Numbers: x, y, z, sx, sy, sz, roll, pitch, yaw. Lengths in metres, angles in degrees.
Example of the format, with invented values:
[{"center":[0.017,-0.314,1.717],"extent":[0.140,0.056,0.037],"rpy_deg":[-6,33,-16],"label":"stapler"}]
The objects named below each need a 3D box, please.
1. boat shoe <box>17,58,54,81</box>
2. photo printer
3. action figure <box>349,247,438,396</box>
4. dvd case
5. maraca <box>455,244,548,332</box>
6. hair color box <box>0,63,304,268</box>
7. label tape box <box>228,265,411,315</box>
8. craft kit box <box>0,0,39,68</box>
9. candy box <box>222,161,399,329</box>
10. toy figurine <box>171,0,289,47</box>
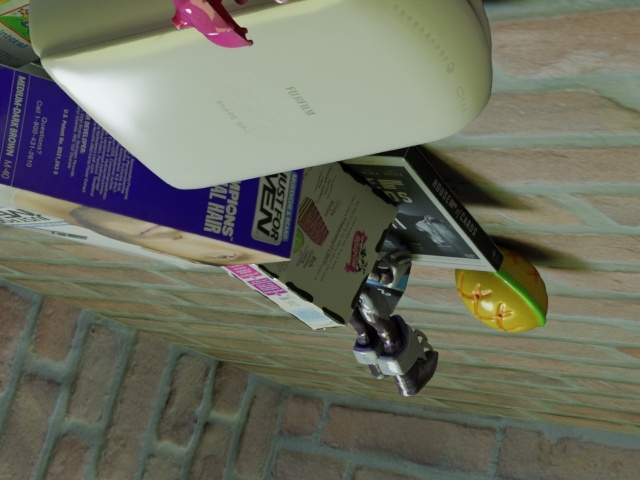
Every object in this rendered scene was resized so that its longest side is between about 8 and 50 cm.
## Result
[{"center":[-0.203,-0.154,1.584],"extent":[0.335,0.119,0.121],"rpy_deg":[12,168,15],"label":"boat shoe"},{"center":[-0.028,-0.149,1.237],"extent":[0.307,0.107,0.256],"rpy_deg":[-10,153,19],"label":"photo printer"},{"center":[0.040,0.064,1.958],"extent":[0.185,0.099,0.285],"rpy_deg":[7,143,42],"label":"action figure"},{"center":[0.083,-0.041,1.850],"extent":[0.179,0.030,0.239],"rpy_deg":[5,151,38],"label":"dvd case"},{"center":[0.219,0.049,2.087],"extent":[0.185,0.099,0.127],"rpy_deg":[41,166,3],"label":"maraca"},{"center":[-0.203,-0.059,1.465],"extent":[0.338,0.110,0.185],"rpy_deg":[13,168,-37],"label":"hair color box"},{"center":[0.000,0.000,2.093],"extent":[0.240,0.106,0.334],"rpy_deg":[14,169,1],"label":"label tape box"},{"center":[-0.247,-0.232,1.231],"extent":[0.246,0.061,0.250],"rpy_deg":[-15,153,30],"label":"craft kit box"},{"center":[-0.044,-0.027,1.760],"extent":[0.233,0.159,0.071],"rpy_deg":[36,156,-23],"label":"candy box"},{"center":[-0.037,-0.203,1.046],"extent":[0.173,0.159,0.130],"rpy_deg":[5,165,36],"label":"toy figurine"}]
